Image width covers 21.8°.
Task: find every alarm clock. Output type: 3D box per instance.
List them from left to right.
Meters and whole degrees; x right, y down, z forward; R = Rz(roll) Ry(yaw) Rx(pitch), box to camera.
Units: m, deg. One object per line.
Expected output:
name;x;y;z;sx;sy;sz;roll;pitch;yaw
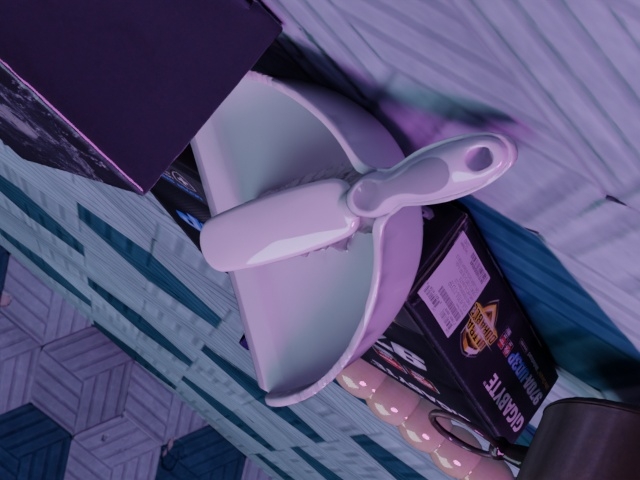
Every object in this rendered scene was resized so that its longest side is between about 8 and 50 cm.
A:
alarm clock;0.134;0.118;0.749;0.192;0.064;0.129;22;162;23

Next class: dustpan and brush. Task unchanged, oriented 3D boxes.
dustpan and brush;0.009;-0.014;0.654;0.211;0.060;0.147;-17;89;44

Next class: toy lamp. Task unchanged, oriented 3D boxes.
toy lamp;0.078;0.122;1.011;0.275;0.080;0.080;42;169;-5

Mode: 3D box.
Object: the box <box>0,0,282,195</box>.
box;-0.125;-0.108;0.677;0.156;0.093;0.158;44;167;-26

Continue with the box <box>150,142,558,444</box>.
box;0.000;0.000;0.817;0.220;0.051;0.175;31;167;33
